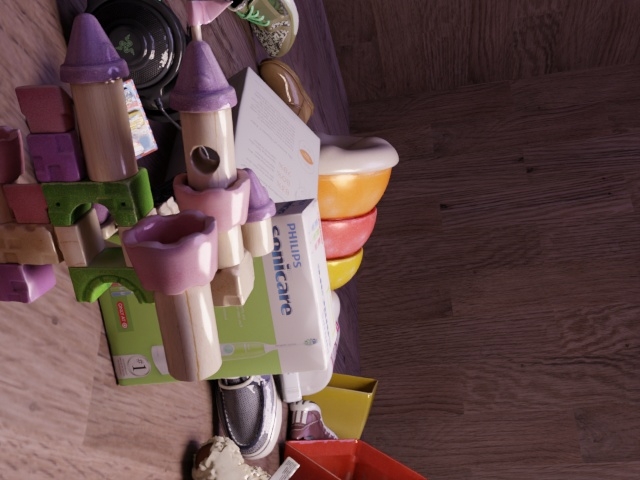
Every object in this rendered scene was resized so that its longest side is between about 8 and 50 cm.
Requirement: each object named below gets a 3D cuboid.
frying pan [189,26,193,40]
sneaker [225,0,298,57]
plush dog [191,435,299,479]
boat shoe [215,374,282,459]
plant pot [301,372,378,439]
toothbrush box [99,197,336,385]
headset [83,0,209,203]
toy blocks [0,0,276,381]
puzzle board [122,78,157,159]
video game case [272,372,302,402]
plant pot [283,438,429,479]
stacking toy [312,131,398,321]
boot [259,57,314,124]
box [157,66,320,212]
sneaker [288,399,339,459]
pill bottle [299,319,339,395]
[{"bbox_3d":[-0.212,-0.255,1.310,0.197,0.053,0.325,34,53,-78],"label":"frying pan"},{"bbox_3d":[-0.179,-0.610,1.586,0.182,0.158,0.410,-55,152,-25],"label":"sneaker"},{"bbox_3d":[-0.120,0.477,1.047,0.225,0.211,0.262,111,-18,-56],"label":"plush dog"},{"bbox_3d":[-0.161,0.218,1.137,0.158,0.127,0.340,43,34,-65],"label":"boat shoe"},{"bbox_3d":[0.052,0.519,1.924,0.212,0.212,0.187,8,88,-80],"label":"plant pot"},{"bbox_3d":[-0.135,0.067,0.844,0.122,0.284,0.206,-57,139,-74],"label":"toothbrush box"},{"bbox_3d":[-0.259,-0.237,0.882,0.243,0.185,0.393,38,31,-82],"label":"headset"},{"bbox_3d":[-0.195,-0.071,0.566,0.309,0.289,0.259,-68,156,-64],"label":"toy blocks"},{"bbox_3d":[-0.264,-0.123,0.752,0.011,0.128,0.096,31,-36,45],"label":"puzzle board"},{"bbox_3d":[-0.097,0.185,1.325,0.329,0.036,0.299,126,-43,-73],"label":"video game case"},{"bbox_3d":[0.062,0.651,1.549,0.268,0.267,0.235,13,91,-40],"label":"plant pot"},{"bbox_3d":[0.000,0.000,1.472,0.350,0.351,0.479,-63,154,-72],"label":"stacking toy"},{"bbox_3d":[-0.115,-0.342,1.763,0.236,0.089,0.269,43,48,-34],"label":"boot"},{"bbox_3d":[-0.132,-0.088,1.087,0.215,0.168,0.345,41,37,-37],"label":"box"},{"bbox_3d":[-0.030,0.574,1.729,0.162,0.107,0.281,-77,150,-45],"label":"sneaker"},{"bbox_3d":[-0.033,0.265,1.667,0.283,0.161,0.160,-71,154,-68],"label":"pill bottle"}]
